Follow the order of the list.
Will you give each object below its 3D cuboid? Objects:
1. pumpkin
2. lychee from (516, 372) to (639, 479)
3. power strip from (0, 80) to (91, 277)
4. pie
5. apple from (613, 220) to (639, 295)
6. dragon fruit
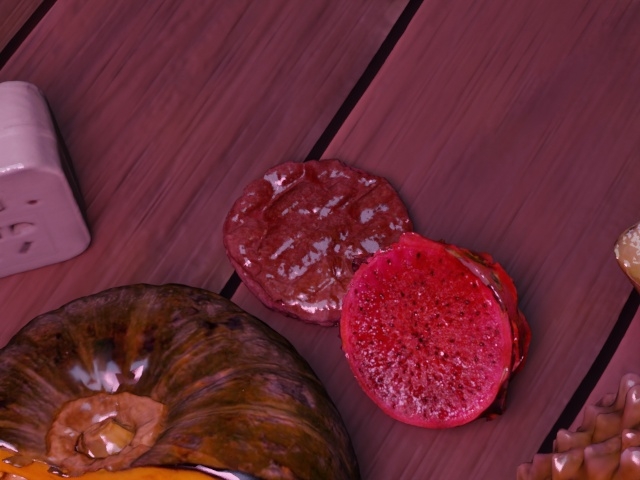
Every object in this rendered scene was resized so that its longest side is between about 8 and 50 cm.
[{"bbox_3d":[-0.110,0.161,1.226,0.325,0.242,0.232,11,36,14],"label":"pumpkin"},{"bbox_3d":[0.304,0.234,1.051,0.432,0.380,0.380,-4,63,16],"label":"lychee"},{"bbox_3d":[-0.314,-0.064,1.300,0.229,0.261,0.141,-16,65,-3],"label":"power strip"},{"bbox_3d":[0.000,0.000,1.369,0.153,0.038,0.153,-3,61,5],"label":"pie"},{"bbox_3d":[0.368,0.014,1.291,0.265,0.120,0.193,-34,78,-10],"label":"apple"},{"bbox_3d":[0.106,0.063,1.302,0.153,0.153,0.111,38,32,20],"label":"dragon fruit"}]
